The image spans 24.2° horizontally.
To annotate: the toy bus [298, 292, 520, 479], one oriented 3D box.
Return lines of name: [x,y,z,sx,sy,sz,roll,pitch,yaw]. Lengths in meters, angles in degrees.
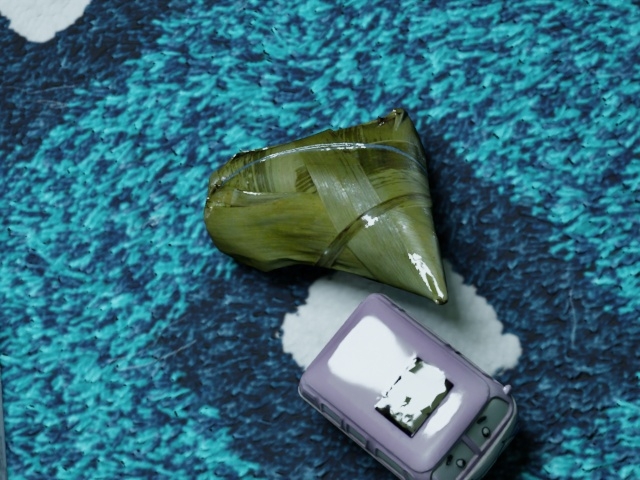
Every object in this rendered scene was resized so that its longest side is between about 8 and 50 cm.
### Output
toy bus: [0.092,0.164,1.512,0.202,0.142,0.142,37,81,18]

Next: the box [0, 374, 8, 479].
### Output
box: [-0.440,0.180,1.618,0.190,0.112,0.369,-10,69,6]

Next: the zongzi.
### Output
zongzi: [0.000,0.000,1.548,0.251,0.125,0.274,-16,43,8]
